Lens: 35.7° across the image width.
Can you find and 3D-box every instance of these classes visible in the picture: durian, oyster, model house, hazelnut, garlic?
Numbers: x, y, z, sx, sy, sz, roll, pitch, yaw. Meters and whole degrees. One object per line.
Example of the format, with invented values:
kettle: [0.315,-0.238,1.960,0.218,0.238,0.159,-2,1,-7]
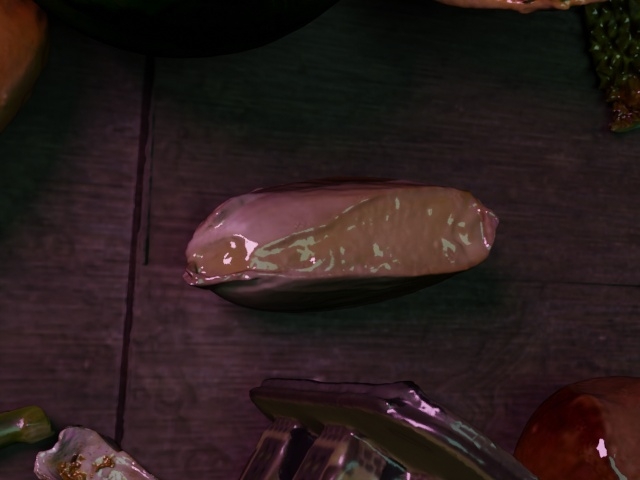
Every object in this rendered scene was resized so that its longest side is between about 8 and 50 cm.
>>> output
durian: [0.300,-0.197,0.778,0.252,0.144,0.139,-44,143,-25]
oyster: [-0.129,0.151,0.600,0.093,0.034,0.051,42,57,-6]
model house: [0.006,0.242,0.540,0.205,0.218,0.279,39,68,-17]
hazelnut: [0.209,0.168,0.703,0.154,0.143,0.143,11,84,-16]
garlic: [0.002,0.001,0.623,0.195,0.101,0.087,-3,86,-20]

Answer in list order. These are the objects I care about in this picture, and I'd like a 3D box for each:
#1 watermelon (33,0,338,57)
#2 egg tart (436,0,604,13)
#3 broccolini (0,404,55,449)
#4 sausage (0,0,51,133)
watermelon: [-0.070,-0.213,0.520,0.242,0.242,0.242,1,88,-24]
egg tart: [0.148,-0.258,0.659,0.297,0.132,0.297,-5,66,11]
broccolini: [-0.251,0.129,0.531,0.216,0.067,0.058,-19,135,-23]
sausage: [-0.270,-0.028,0.497,0.134,0.116,0.354,30,72,12]
